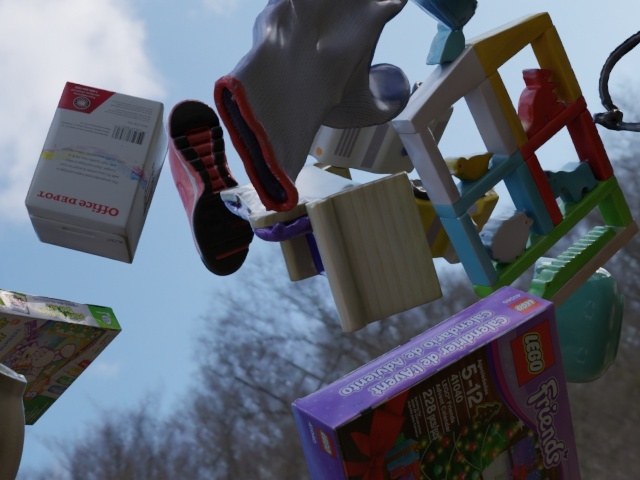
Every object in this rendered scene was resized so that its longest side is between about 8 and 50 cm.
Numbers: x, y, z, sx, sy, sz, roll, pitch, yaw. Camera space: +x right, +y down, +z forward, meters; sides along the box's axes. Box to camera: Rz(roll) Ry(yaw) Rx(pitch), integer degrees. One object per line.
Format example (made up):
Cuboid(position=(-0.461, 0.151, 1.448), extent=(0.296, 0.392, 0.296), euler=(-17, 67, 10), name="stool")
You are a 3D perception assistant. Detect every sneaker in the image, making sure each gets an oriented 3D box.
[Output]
Cuboid(position=(-0.198, -0.091, 2.090), extent=(0.116, 0.136, 0.314), euler=(-14, -91, -18), name="sneaker")

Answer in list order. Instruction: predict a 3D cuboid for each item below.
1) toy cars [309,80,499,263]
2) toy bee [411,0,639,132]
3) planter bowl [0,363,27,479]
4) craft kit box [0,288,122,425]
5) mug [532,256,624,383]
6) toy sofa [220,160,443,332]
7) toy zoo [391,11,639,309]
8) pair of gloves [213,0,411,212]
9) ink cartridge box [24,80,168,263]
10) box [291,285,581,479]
Cuboid(position=(0.122, -0.067, 1.425), extent=(0.176, 0.087, 0.394), euler=(-40, -37, -1), name="toy cars")
Cuboid(position=(0.063, -0.189, 0.586), extent=(0.162, 0.298, 0.195), euler=(35, -103, -45), name="toy bee")
Cuboid(position=(-0.301, 0.136, 0.932), extent=(0.109, 0.162, 0.162), euler=(-63, -34, -8), name="planter bowl")
Cuboid(position=(-0.469, 0.182, 1.784), extent=(0.250, 0.061, 0.246), euler=(-46, -36, 21), name="craft kit box")
Cuboid(position=(0.276, 0.077, 1.272), extent=(0.129, 0.097, 0.158), euler=(78, -156, -58), name="mug")
Cuboid(position=(0.000, 0.000, 1.400), extent=(0.177, 0.362, 0.150), euler=(-18, -80, -9), name="toy sofa")
Cuboid(position=(0.179, -0.076, 1.088), extent=(0.192, 0.030, 0.293), euler=(-38, -66, -25), name="toy zoo")
Cuboid(position=(-0.008, -0.107, 0.334), extent=(0.159, 0.023, 0.198), euler=(-69, -34, -44), name="pair of gloves")
Cuboid(position=(-0.273, -0.081, 1.461), extent=(0.127, 0.128, 0.176), euler=(102, -178, -67), name="ink cartridge box")
Cuboid(position=(0.105, 0.206, 0.877), extent=(0.201, 0.057, 0.293), euler=(-26, -64, -27), name="box")
